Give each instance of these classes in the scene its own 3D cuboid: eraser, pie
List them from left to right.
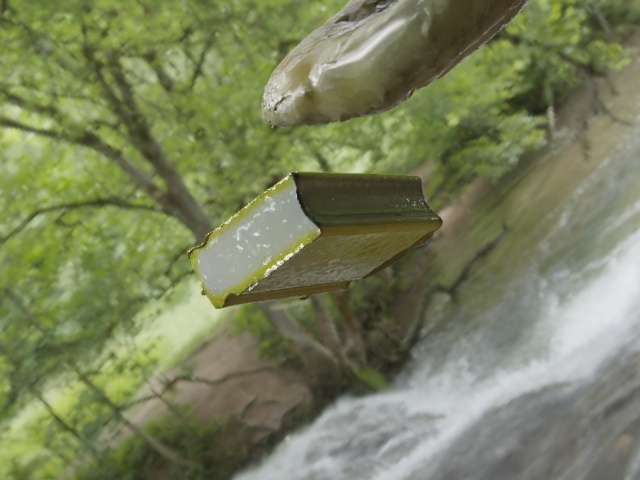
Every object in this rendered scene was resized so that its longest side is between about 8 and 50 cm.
[{"bbox_3d":[0.000,0.000,0.919,0.158,0.069,0.226,-37,-19,31],"label":"eraser"},{"bbox_3d":[0.045,-0.118,0.517,0.185,0.052,0.218,-43,16,-8],"label":"pie"}]
